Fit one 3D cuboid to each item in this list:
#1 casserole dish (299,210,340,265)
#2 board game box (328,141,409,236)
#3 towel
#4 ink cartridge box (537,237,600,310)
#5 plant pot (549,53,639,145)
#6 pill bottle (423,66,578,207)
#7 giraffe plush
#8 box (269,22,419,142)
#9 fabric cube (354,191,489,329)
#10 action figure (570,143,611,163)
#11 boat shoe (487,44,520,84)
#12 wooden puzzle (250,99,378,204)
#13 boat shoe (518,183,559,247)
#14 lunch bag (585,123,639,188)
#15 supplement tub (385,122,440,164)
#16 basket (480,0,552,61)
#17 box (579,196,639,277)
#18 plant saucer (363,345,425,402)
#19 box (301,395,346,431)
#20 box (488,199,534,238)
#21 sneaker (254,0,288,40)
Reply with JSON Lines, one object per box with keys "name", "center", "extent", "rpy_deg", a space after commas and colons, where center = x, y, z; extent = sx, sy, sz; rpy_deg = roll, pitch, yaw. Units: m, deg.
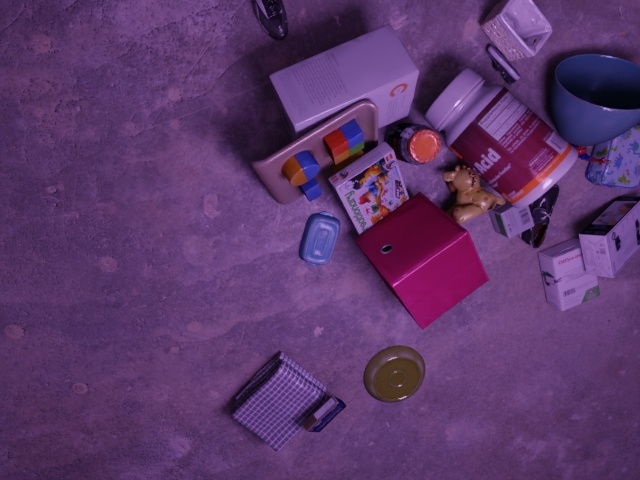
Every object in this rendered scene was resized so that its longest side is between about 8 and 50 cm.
{"name": "casserole dish", "center": [0.000, 0.000, 1.442], "extent": [0.114, 0.037, 0.188], "rpy_deg": [13, 103, -15]}
{"name": "board game box", "center": [0.161, -0.132, 1.346], "extent": [0.193, 0.053, 0.305], "rpy_deg": [-33, 141, 1]}
{"name": "towel", "center": [-0.144, 0.560, 1.538], "extent": [0.235, 0.121, 0.283], "rpy_deg": [41, 96, -18]}
{"name": "ink cartridge box", "center": [0.898, 0.120, 1.615], "extent": [0.160, 0.092, 0.219], "rpy_deg": [-21, 108, -5]}
{"name": "plant pot", "center": [0.839, -0.409, 1.377], "extent": [0.290, 0.290, 0.195], "rpy_deg": [-11, 143, -7]}
{"name": "pill bottle", "center": [0.508, -0.300, 1.293], "extent": [0.392, 0.224, 0.224], "rpy_deg": [44, 95, 5]}
{"name": "giraffe plush", "center": [0.464, -0.155, 1.424], "extent": [0.181, 0.210, 0.170], "rpy_deg": [-21, 85, -36]}
{"name": "box", "center": [0.064, -0.392, 1.215], "extent": [0.345, 0.215, 0.168], "rpy_deg": [-24, 75, -4]}
{"name": "fabric cube", "center": [0.308, 0.060, 1.369], "extent": [0.258, 0.254, 0.259], "rpy_deg": [-36, 129, 3]}
{"name": "action figure", "center": [0.816, -0.263, 1.468], "extent": [0.280, 0.139, 0.091], "rpy_deg": [-31, 111, -3]}
{"name": "boat shoe", "center": [0.559, -0.540, 1.381], "extent": [0.142, 0.049, 0.040], "rpy_deg": [39, 133, -15]}
{"name": "wooden puzzle", "center": [0.009, -0.212, 1.241], "extent": [0.348, 0.322, 0.080], "rpy_deg": [-27, 75, 0]}
{"name": "boat shoe", "center": [0.754, -0.084, 1.510], "extent": [0.084, 0.079, 0.233], "rpy_deg": [4, 120, -11]}
{"name": "lunch bag", "center": [1.021, -0.287, 1.519], "extent": [0.176, 0.090, 0.218], "rpy_deg": [3, 106, -10]}
{"name": "supplement tub", "center": [0.273, -0.287, 1.325], "extent": [0.117, 0.190, 0.116], "rpy_deg": [-3, 106, -10]}
{"name": "basket", "center": [0.574, -0.627, 1.317], "extent": [0.167, 0.103, 0.113], "rpy_deg": [39, 83, -18]}
{"name": "box", "center": [1.021, -0.017, 1.543], "extent": [0.290, 0.087, 0.169], "rpy_deg": [-33, 112, -26]}
{"name": "plant saucer", "center": [0.279, 0.503, 1.644], "extent": [0.241, 0.037, 0.240], "rpy_deg": [-3, 107, -9]}
{"name": "box", "center": [0.021, 0.602, 1.541], "extent": [0.136, 0.225, 0.036], "rpy_deg": [-42, 66, -7]}
{"name": "box", "center": [0.644, -0.080, 1.511], "extent": [0.102, 0.087, 0.101], "rpy_deg": [-27, 109, -1]}
{"name": "sneaker", "center": [-0.143, -0.654, 1.182], "extent": [0.078, 0.106, 0.234], "rpy_deg": [-19, 109, -4]}
